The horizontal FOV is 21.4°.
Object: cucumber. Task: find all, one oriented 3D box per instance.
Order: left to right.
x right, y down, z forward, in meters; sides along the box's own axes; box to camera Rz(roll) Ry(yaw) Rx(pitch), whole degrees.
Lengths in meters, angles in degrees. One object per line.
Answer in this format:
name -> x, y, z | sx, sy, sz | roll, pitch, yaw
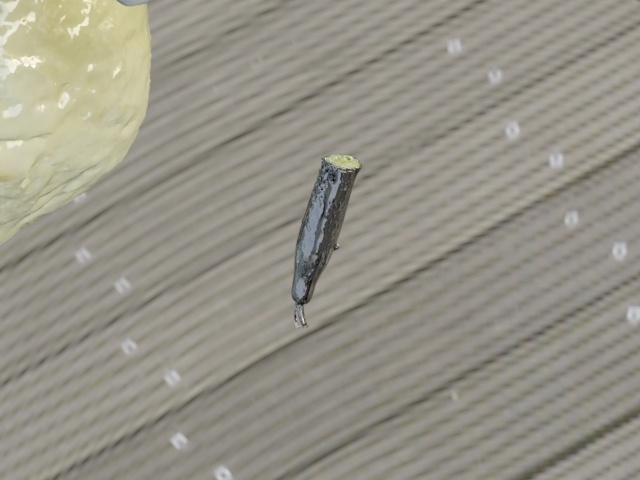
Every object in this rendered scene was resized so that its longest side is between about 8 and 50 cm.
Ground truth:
cucumber -> 0.000, 0.000, 1.490 | 0.039, 0.163, 0.043 | 1, 33, -27

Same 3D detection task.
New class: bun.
bun -> -0.291, -0.117, 1.209 | 0.349, 0.352, 0.227 | -48, 42, 33

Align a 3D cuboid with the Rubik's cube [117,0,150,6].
Rubik's cube -> -0.061, -0.382, 0.893 | 0.347, 0.346, 0.344 | -21, 73, 8
